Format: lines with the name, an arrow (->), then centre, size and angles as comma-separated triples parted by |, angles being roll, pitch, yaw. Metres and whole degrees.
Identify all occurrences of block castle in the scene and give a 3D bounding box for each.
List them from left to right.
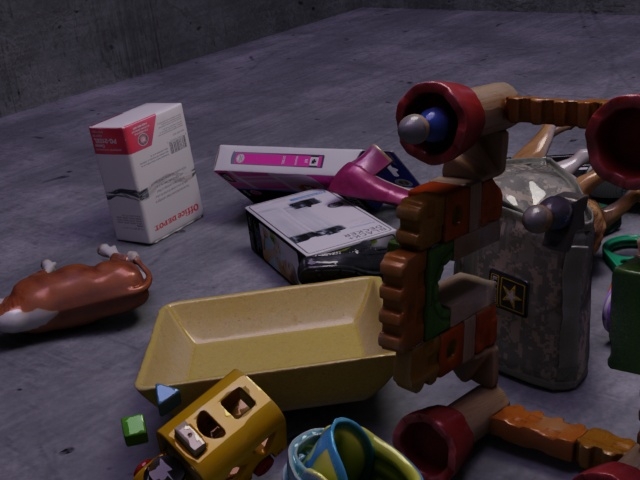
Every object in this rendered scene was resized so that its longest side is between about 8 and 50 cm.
block castle -> 0.219, 0.062, 1.032 | 0.303, 0.453, 0.213 | 12, 21, 37

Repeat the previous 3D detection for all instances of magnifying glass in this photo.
magnifying glass -> 0.479, 0.043, 1.568 | 0.092, 0.026, 0.231 | 3, 22, 23

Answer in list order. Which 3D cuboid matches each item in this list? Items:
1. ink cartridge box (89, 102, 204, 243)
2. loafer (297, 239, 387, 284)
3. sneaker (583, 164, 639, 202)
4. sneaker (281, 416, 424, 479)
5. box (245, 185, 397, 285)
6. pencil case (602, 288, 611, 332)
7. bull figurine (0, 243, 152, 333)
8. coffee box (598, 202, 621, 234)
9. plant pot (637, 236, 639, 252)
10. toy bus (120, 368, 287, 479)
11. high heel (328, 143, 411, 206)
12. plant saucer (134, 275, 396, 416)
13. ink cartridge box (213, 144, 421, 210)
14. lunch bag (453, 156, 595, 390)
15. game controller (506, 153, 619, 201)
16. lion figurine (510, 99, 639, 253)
ink cartridge box -> -0.336, -0.133, 1.961 | 0.100, 0.237, 0.172 | 5, 25, 34
loafer -> 0.064, 0.040, 1.564 | 0.223, 0.076, 0.078 | 1, 52, -25
sneaker -> 0.607, -0.102, 1.760 | 0.283, 0.110, 0.122 | -6, 54, 9
sneaker -> -0.037, 0.257, 0.946 | 0.319, 0.208, 0.127 | -1, 24, 15
box -> 0.000, 0.000, 1.728 | 0.169, 0.087, 0.290 | -15, 24, -19
pencil case -> 0.466, 0.115, 1.305 | 0.086, 0.088, 0.206 | -18, 23, -31
bull figurine -> -0.421, 0.086, 1.625 | 0.310, 0.101, 0.188 | -8, 20, -1
coffee box -> 0.421, -0.043, 1.767 | 0.113, 0.040, 0.184 | -22, 26, -31
plant pot -> 0.542, 0.019, 1.508 | 0.096, 0.109, 0.109 | -4, 18, 45
toy bus -> -0.132, 0.232, 1.087 | 0.191, 0.104, 0.202 | 0, 52, 0
high heel -> 0.131, -0.050, 1.746 | 0.117, 0.244, 0.082 | -44, -3, -4
plant saucer -> -0.062, 0.149, 1.353 | 0.333, 0.081, 0.333 | -8, 14, -1
ink cartridge box -> -0.006, -0.120, 1.931 | 0.371, 0.069, 0.176 | 2, -19, 26
lunch bag -> 0.278, 0.038, 1.352 | 0.169, 0.235, 0.287 | -4, 21, -6
game controller -> 0.492, -0.118, 1.928 | 0.319, 0.067, 0.166 | -3, 37, 11
lion figurine -> 0.390, -0.079, 1.677 | 0.240, 0.142, 0.392 | -35, 21, 12
